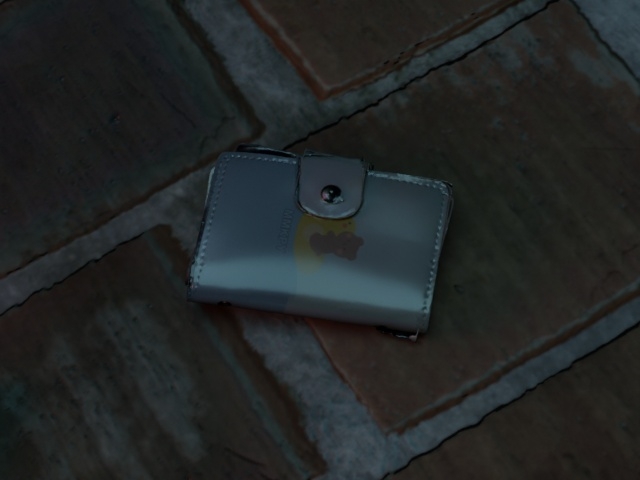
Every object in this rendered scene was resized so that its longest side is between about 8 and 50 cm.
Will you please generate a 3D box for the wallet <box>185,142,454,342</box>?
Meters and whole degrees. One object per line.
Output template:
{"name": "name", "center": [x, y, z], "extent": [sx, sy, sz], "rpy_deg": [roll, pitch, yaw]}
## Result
{"name": "wallet", "center": [0.000, 0.000, 1.395], "extent": [0.231, 0.069, 0.170], "rpy_deg": [9, 68, 4]}
